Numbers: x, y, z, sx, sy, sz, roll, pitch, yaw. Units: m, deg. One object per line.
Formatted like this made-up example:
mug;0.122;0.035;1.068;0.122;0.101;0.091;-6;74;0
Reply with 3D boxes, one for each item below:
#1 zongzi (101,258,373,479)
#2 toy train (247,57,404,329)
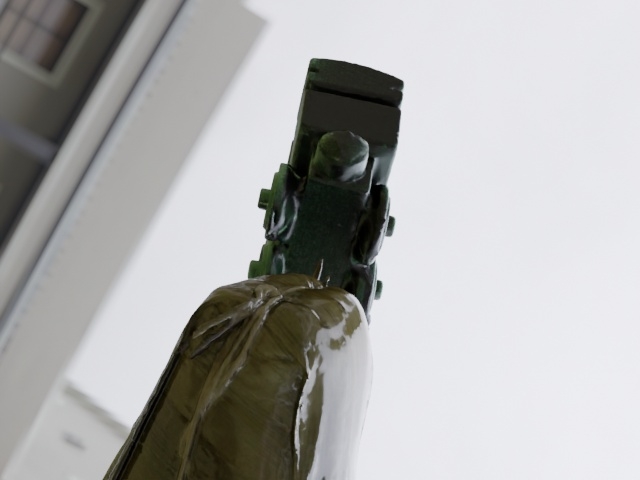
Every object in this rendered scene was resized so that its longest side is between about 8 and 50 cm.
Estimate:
zongzi;-0.013;0.131;0.819;0.197;0.099;0.194;42;-63;36
toy train;0.000;0.000;0.948;0.111;0.071;0.170;-79;-178;-50
